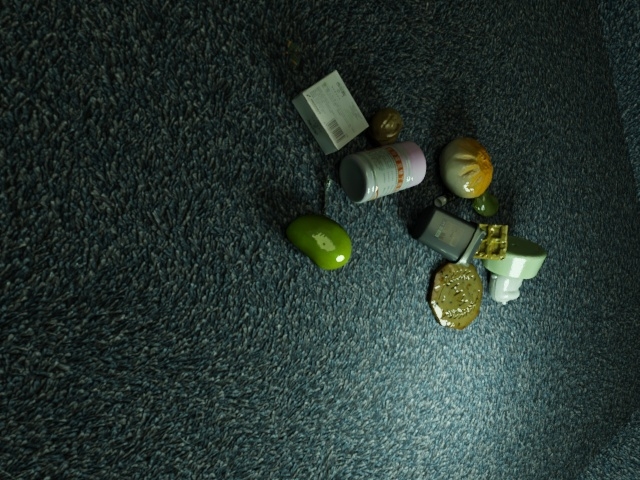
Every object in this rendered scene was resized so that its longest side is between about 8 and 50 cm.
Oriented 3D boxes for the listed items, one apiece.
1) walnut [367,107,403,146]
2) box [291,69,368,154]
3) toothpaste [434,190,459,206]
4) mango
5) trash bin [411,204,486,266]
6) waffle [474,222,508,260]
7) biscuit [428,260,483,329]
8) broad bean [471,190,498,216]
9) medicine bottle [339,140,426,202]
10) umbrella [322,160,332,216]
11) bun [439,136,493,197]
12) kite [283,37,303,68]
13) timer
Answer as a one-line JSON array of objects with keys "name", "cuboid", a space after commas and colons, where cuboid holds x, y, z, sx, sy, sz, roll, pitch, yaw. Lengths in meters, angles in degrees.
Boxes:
[{"name": "walnut", "cuboid": [0.274, -0.484, 1.759, 0.166, 0.149, 0.167, -35, 135, -44]}, {"name": "box", "cuboid": [0.041, -0.505, 1.648, 0.194, 0.111, 0.260, -41, 106, -23]}, {"name": "toothpaste", "cuboid": [0.625, -0.218, 1.998, 0.193, 0.045, 0.071, -27, 101, -31]}, {"name": "mango", "cuboid": [0.007, -0.005, 1.610, 0.273, 0.149, 0.185, 43, 73, -16]}, {"name": "trash bin", "cuboid": [0.577, -0.021, 1.859, 0.290, 0.182, 0.210, 27, 95, -6]}, {"name": "waffle", "cuboid": [0.729, 0.003, 1.941, 0.057, 0.274, 0.168, 14, 82, -60]}, {"name": "biscuit", "cuboid": [0.666, 0.261, 2.017, 0.359, 0.046, 0.359, 0, 91, -27]}, {"name": "broad bean", "cuboid": [0.831, -0.186, 2.082, 0.174, 0.082, 0.125, 27, 76, -24]}, {"name": "medicine bottle", "cuboid": [0.257, -0.288, 1.711, 0.315, 0.202, 0.202, -20, 99, -26]}, {"name": "umbrella", "cuboid": [0.028, -0.190, 1.681, 0.044, 0.044, 0.269, 0, 91, 0]}, {"name": "bun", "cuboid": [0.713, -0.355, 1.958, 0.298, 0.164, 0.299, 6, 79, -33]}, {"name": "kite", "cuboid": [-0.105, -0.738, 1.629, 0.090, 0.004, 0.122, -15, 97, -28]}, {"name": "timer", "cuboid": [0.928, 0.162, 2.058, 0.290, 0.290, 0.316, -8, 115, -28]}]
